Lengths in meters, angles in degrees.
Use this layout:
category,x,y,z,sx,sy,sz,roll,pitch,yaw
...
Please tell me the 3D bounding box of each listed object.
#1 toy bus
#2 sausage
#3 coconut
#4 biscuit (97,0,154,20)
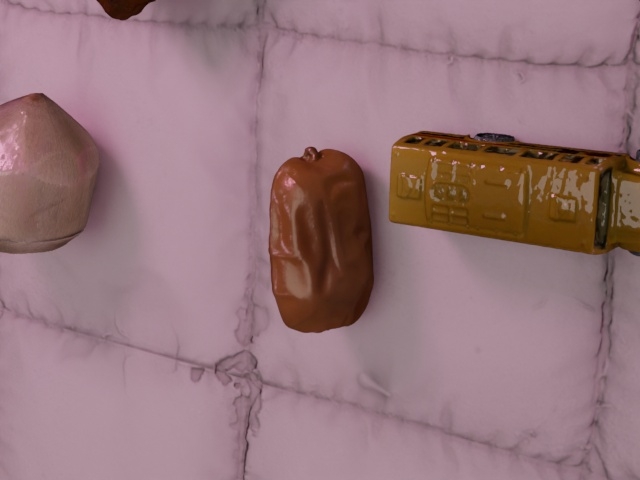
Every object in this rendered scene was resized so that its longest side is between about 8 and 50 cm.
category,x,y,z,sx,sy,sz,roll,pitch,yaw
toy bus,0.244,-0.054,1.393,0.335,0.123,0.121,10,104,31
sausage,0.001,0.000,1.559,0.120,0.136,0.241,1,95,39
coconut,-0.428,-0.105,1.774,0.224,0.224,0.234,18,109,29
biscuit,-0.222,-0.537,1.579,0.342,0.166,0.395,52,123,12
